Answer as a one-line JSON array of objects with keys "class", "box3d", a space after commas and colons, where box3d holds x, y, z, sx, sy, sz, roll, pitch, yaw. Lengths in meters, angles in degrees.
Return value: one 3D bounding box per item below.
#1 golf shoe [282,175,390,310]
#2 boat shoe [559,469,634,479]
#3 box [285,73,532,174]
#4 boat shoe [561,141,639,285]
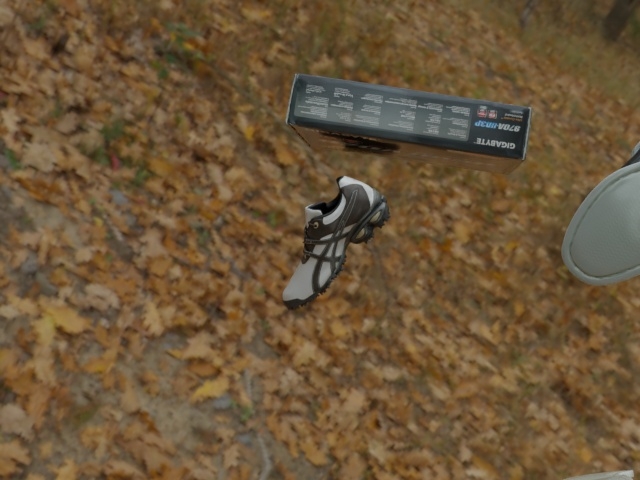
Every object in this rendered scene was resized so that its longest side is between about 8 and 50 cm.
[{"class": "golf shoe", "box3d": [0.000, 0.000, 1.290, 0.094, 0.198, 0.077, 38, 6, -17]}, {"class": "boat shoe", "box3d": [0.404, 0.386, 1.393, 0.319, 0.116, 0.099, 38, 40, -74]}, {"class": "box", "box3d": [0.087, -0.110, 0.953, 0.220, 0.051, 0.175, 9, 0, 6]}, {"class": "boat shoe", "box3d": [0.387, -0.067, 1.057, 0.114, 0.302, 0.091, 50, 11, 5]}]
